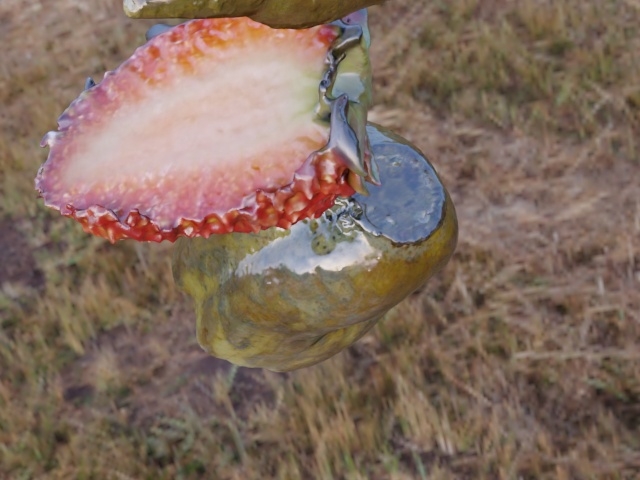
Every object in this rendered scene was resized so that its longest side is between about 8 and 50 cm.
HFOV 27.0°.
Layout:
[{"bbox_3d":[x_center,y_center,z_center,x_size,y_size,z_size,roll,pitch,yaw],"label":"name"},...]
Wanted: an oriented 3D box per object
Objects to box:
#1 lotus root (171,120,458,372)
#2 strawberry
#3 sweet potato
[{"bbox_3d":[0.000,0.000,1.433,0.250,0.250,0.346,-43,5,-34],"label":"lotus root"},{"bbox_3d":[-0.088,-0.094,1.164,0.306,0.138,0.233,-12,61,20],"label":"strawberry"},{"bbox_3d":[-0.010,-0.169,0.855,0.067,0.067,0.274,19,26,41],"label":"sweet potato"}]
